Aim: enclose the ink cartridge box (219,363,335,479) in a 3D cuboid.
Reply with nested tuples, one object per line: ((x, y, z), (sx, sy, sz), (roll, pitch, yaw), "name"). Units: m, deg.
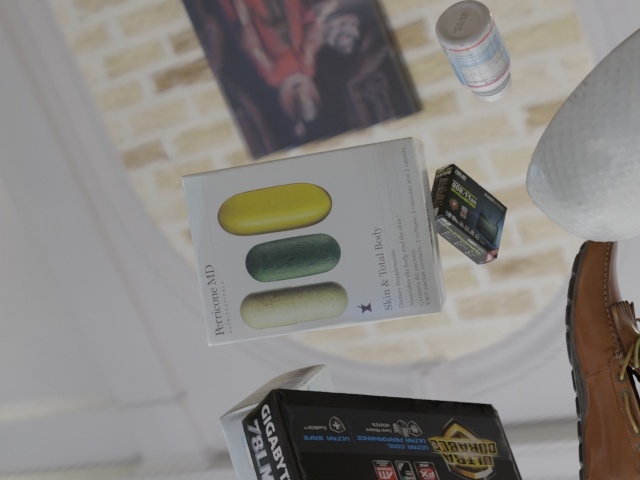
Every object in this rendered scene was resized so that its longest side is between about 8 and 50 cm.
((0.002, 0.357, 1.675), (0.091, 0.385, 0.308), (-18, 180, 8), "ink cartridge box")

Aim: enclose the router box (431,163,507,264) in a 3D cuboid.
((0.206, -0.036, 1.969), (0.038, 0.122, 0.092), (-21, -137, 43), "router box")

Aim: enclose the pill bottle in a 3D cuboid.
((0.236, -0.281, 2.105), (0.087, 0.160, 0.087), (-12, -124, 18), "pill bottle")

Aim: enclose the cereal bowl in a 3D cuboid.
((0.413, -0.119, 1.650), (0.339, 0.141, 0.339), (-31, 153, -18), "cereal bowl")

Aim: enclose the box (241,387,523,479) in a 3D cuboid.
((0.091, 0.289, 1.332), (0.295, 0.293, 0.073), (10, 137, -36), "box")

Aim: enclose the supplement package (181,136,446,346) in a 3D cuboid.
((0.000, 0.000, 1.620), (0.262, 0.199, 0.198), (-9, -179, 8), "supplement package")

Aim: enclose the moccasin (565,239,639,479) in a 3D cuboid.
((0.423, 0.177, 1.951), (0.147, 0.380, 0.139), (-8, 161, 18), "moccasin")
